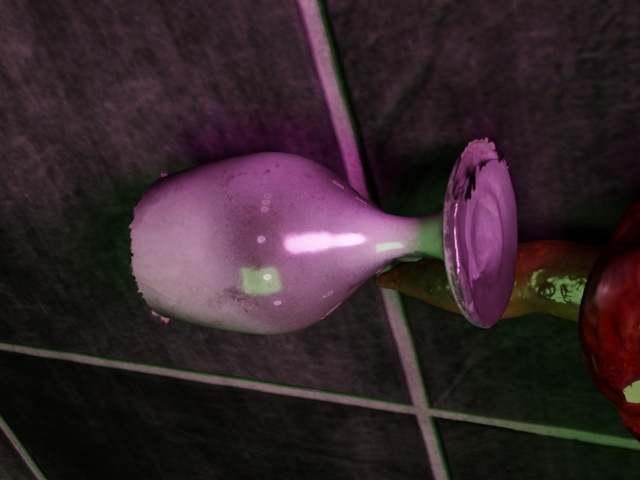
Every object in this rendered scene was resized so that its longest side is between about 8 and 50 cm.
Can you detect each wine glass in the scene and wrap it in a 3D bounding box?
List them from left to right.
[{"bbox_3d":[0.000,0.000,0.811,0.241,0.126,0.126,-1,138,28],"label":"wine glass"}]

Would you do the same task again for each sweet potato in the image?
[{"bbox_3d":[0.137,0.026,0.830,0.218,0.051,0.065,4,142,23],"label":"sweet potato"}]

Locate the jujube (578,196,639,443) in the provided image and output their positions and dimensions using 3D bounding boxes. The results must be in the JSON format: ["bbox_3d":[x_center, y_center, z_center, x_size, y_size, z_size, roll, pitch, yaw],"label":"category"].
[{"bbox_3d":[0.293,0.104,0.731,0.342,0.216,0.216,42,140,-16],"label":"jujube"}]
